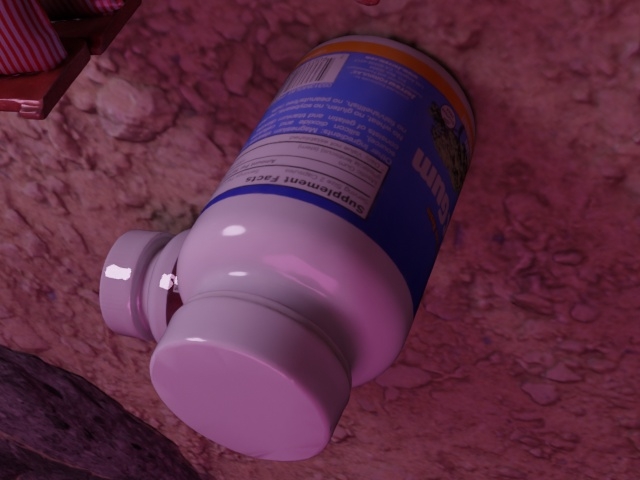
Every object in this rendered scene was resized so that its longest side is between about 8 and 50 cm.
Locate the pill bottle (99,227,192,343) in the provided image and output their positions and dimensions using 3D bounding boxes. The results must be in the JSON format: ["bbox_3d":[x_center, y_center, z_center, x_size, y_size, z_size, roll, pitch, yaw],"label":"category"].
[{"bbox_3d":[-0.076,0.053,0.804,0.221,0.121,0.121,7,137,20],"label":"pill bottle"}]

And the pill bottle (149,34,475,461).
[{"bbox_3d":[0.000,0.000,0.590,0.152,0.272,0.152,14,139,13],"label":"pill bottle"}]

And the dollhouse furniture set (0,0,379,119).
[{"bbox_3d":[-0.108,-0.195,0.529,0.374,0.152,0.201,4,136,24],"label":"dollhouse furniture set"}]
